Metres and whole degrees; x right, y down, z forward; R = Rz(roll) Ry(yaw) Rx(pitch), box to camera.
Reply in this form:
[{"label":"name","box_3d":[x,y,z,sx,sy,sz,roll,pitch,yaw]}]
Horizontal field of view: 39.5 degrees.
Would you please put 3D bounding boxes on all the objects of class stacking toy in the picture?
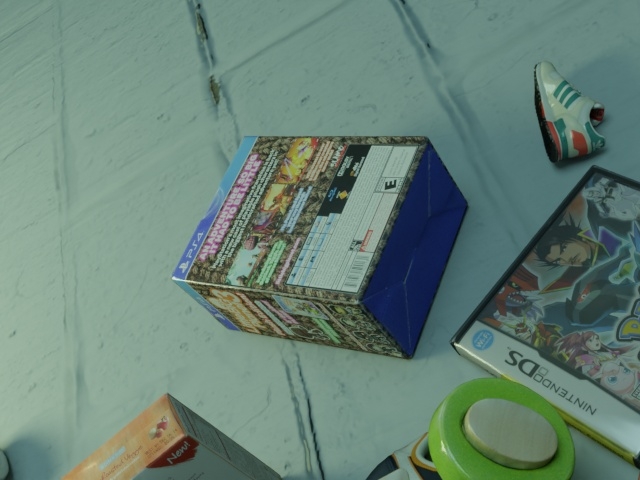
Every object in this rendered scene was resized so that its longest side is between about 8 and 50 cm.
[{"label":"stacking toy","box_3d":[0.181,0.218,0.693,0.309,0.130,0.279,-30,61,-36]}]

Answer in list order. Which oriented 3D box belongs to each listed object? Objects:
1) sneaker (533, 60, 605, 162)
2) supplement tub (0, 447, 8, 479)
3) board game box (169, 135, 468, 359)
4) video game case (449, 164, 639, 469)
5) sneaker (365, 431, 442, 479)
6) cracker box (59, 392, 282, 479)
[{"label":"sneaker","box_3d":[0.312,-0.165,1.117,0.075,0.057,0.161,-7,50,8]},{"label":"supplement tub","box_3d":[-0.538,0.346,1.227,0.190,0.117,0.117,-41,44,-1]},{"label":"board game box","box_3d":[0.000,0.000,1.123,0.291,0.141,0.232,6,60,37]},{"label":"video game case","box_3d":[0.311,0.065,0.940,0.275,0.035,0.248,-50,45,-9]},{"label":"sneaker","box_3d":[0.162,0.286,0.801,0.127,0.126,0.321,-48,47,-9]},{"label":"cracker box","box_3d":[-0.145,0.276,0.936,0.156,0.232,0.067,-40,44,1]}]
